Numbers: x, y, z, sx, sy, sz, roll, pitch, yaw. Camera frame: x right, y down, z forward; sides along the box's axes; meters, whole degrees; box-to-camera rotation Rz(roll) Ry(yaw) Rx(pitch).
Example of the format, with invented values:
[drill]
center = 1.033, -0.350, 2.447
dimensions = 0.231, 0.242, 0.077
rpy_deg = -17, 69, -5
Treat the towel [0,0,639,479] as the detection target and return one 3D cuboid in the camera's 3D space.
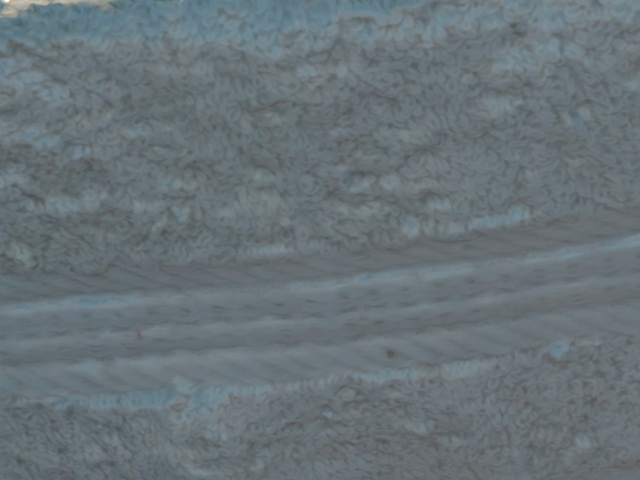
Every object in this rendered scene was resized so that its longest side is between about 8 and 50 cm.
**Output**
[towel]
center = 0.000, 0.000, 0.522
dimensions = 0.282, 0.187, 0.049
rpy_deg = -7, 37, 8
